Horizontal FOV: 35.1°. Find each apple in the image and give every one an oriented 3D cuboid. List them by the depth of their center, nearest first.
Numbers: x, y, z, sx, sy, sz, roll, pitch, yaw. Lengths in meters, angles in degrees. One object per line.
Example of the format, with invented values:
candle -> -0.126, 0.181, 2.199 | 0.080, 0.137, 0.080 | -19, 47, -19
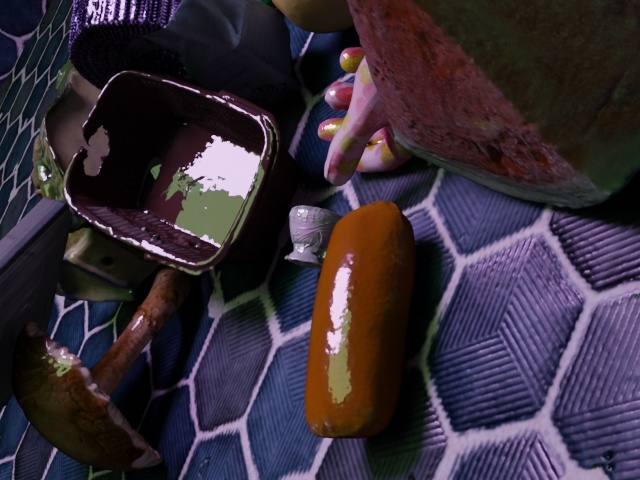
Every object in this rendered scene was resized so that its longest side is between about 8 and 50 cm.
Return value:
apple -> 0.009, -0.358, 1.253 | 0.200, 0.200, 0.200 | -39, 37, 37

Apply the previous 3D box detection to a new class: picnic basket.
picnic basket -> -0.160, -0.075, 1.259 | 0.297, 0.129, 0.222 | 23, 88, 32

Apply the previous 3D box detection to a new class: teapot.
teapot -> 0.000, 0.000, 1.105 | 0.083, 0.064, 0.064 | 10, 81, 28

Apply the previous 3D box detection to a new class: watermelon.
watermelon -> 0.137, -0.132, 0.806 | 0.283, 0.292, 0.250 | -114, 26, -54

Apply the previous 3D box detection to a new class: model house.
model house -> -0.334, -0.071, 1.503 | 0.266, 0.261, 0.321 | -41, 28, 39

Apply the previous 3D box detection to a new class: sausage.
sausage -> 0.038, 0.072, 0.942 | 0.098, 0.098, 0.238 | -26, 48, 49

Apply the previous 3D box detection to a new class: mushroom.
mushroom -> -0.270, 0.128, 1.264 | 0.233, 0.208, 0.302 | 139, 143, -63

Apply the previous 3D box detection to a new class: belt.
belt -> -0.183, -0.256, 1.336 | 0.260, 0.325, 0.122 | -6, 72, 29

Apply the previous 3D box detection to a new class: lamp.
lamp -> -0.395, 0.108, 1.253 | 0.266, 0.047, 0.269 | -68, -2, -63

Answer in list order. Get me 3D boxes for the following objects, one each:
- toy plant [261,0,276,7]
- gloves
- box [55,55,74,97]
toy plant -> -0.080, -0.424, 1.541 | 0.143, 0.105, 0.200 | -162, 86, -70
gloves -> 0.074, -0.142, 1.043 | 0.241, 0.126, 0.145 | 107, 166, -58
box -> -0.334, -0.336, 1.805 | 0.329, 0.177, 0.253 | -56, 28, 13
